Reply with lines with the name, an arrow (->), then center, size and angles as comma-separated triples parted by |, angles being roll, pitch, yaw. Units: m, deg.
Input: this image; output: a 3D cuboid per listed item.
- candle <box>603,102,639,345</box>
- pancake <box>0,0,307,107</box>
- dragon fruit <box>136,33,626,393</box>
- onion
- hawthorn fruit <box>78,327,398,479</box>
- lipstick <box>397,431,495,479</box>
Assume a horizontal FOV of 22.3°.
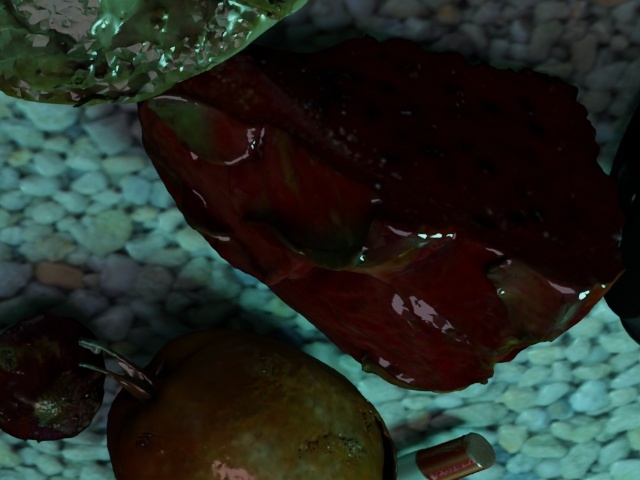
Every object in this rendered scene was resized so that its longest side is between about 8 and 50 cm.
candle -> 0.380, -0.005, 1.136 | 0.342, 0.221, 0.221 | 9, 135, -15
pancake -> -0.128, -0.253, 0.903 | 0.382, 0.071, 0.382 | -3, 125, -4
dragon fruit -> 0.001, 0.008, 1.109 | 0.329, 0.228, 0.286 | 16, 134, -23
onion -> -0.222, 0.109, 1.295 | 0.107, 0.097, 0.107 | -15, 114, -37
hawthorn fruit -> -0.077, 0.157, 1.281 | 0.211, 0.211, 0.299 | -30, 123, 24
lipstick -> 0.027, 0.232, 1.462 | 0.274, 0.061, 0.068 | -24, 131, 19
